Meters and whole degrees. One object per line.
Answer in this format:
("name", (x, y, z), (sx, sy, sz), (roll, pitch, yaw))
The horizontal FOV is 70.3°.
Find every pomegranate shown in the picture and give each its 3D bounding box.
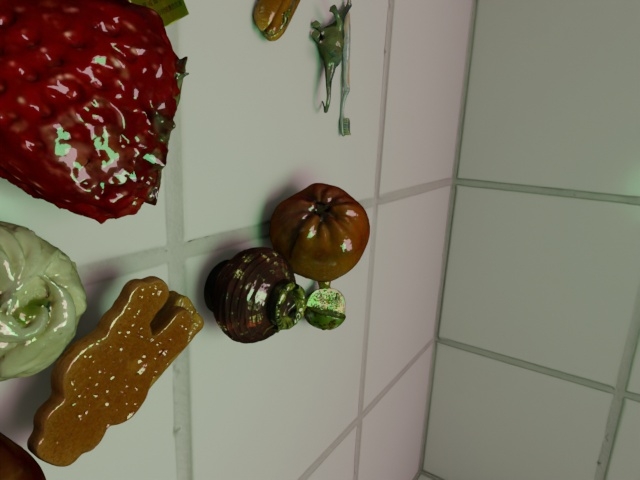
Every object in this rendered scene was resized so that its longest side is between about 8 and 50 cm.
("pomegranate", (0.010, 0.215, 1.493), (0.122, 0.143, 0.169), (114, -33, -52))

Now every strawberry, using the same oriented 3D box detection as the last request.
("strawberry", (-0.378, -0.197, 0.628), (0.345, 0.295, 0.318), (12, 109, -27))

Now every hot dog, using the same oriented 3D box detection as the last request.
("hot dog", (-0.085, -0.603, 1.109), (0.100, 0.068, 0.250), (40, 66, -57))

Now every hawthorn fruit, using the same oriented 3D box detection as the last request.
("hawthorn fruit", (0.000, 0.000, 1.277), (0.277, 0.277, 0.298), (-59, 167, -29))

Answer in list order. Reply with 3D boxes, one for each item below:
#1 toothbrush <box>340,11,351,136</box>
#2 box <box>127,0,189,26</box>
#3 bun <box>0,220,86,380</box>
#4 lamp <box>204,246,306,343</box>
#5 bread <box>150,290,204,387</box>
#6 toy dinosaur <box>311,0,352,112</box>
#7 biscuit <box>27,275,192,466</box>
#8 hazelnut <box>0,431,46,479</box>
("toothbrush", (0.081, -0.523, 1.444), (0.028, 0.037, 0.375), (-23, 116, -57))
("box", (-0.320, -0.480, 0.806), (0.121, 0.030, 0.193), (-53, 140, -36))
("bun", (-0.457, 0.099, 0.654), (0.259, 0.160, 0.259), (-30, 127, -49))
("lamp", (-0.152, 0.132, 1.098), (0.247, 0.247, 0.247), (-26, 121, -53))
("bread", (-0.358, 0.233, 0.934), (0.271, 0.077, 0.139), (-54, 141, -34))
("toy dinosaur", (0.034, -0.562, 1.310), (0.147, 0.076, 0.363), (19, 80, -65))
("biscuit", (-0.365, 0.226, 0.804), (0.334, 0.047, 0.202), (-58, 145, -28))
("hazelnut", (-0.503, 0.366, 0.647), (0.208, 0.208, 0.208), (-26, 121, -53))
